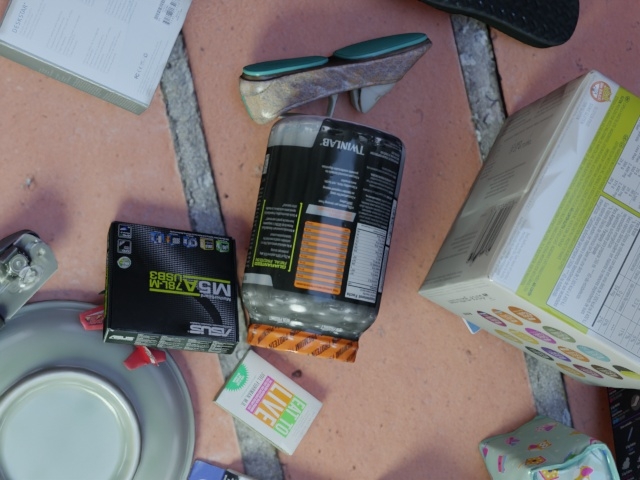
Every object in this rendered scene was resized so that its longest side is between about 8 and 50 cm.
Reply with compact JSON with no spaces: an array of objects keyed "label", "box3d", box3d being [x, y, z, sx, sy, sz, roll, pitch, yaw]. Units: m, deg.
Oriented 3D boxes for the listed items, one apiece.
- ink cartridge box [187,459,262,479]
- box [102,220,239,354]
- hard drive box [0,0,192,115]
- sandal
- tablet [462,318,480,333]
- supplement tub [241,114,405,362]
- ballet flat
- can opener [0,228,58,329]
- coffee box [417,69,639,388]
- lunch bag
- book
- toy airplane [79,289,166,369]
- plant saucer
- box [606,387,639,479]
[{"label":"ink cartridge box","box3d":[-0.120,0.466,1.677,0.224,0.045,0.223,22,82,-16]},{"label":"box","box3d":[-0.214,0.068,1.615,0.191,0.045,0.184,9,52,-18]},{"label":"hard drive box","box3d":[-0.327,-0.311,1.609,0.232,0.089,0.181,24,81,-17]},{"label":"sandal","box3d":[0.223,-0.425,1.801,0.446,0.107,0.167,23,80,-29]},{"label":"tablet","box3d":[0.267,0.109,1.838,0.083,0.006,0.054,-34,99,-17]},{"label":"supplement tub","box3d":[0.000,0.000,1.647,0.207,0.207,0.337,12,85,-18]},{"label":"ballet flat","box3d":[0.027,-0.244,1.732,0.316,0.107,0.106,-13,113,-13]},{"label":"can opener","box3d":[-0.483,0.100,1.548,0.283,0.095,0.076,-47,125,-14]},{"label":"coffee box","box3d":[0.405,0.003,1.690,0.334,0.337,0.338,29,80,-7]},{"label":"lunch bag","box3d":[0.383,0.429,1.752,0.160,0.223,0.262,-22,96,-11]},{"label":"book","box3d":[-0.079,0.246,1.708,0.144,0.035,0.096,37,74,-12]},{"label":"toy airplane","box3d":[-0.268,0.125,1.606,0.151,0.028,0.151,18,42,-18]},{"label":"plant saucer","box3d":[-0.364,0.283,1.574,0.401,0.100,0.400,1,88,-19]},{"label":"box","box3d":[0.574,0.268,1.815,0.165,0.143,0.270,9,61,-19]}]
